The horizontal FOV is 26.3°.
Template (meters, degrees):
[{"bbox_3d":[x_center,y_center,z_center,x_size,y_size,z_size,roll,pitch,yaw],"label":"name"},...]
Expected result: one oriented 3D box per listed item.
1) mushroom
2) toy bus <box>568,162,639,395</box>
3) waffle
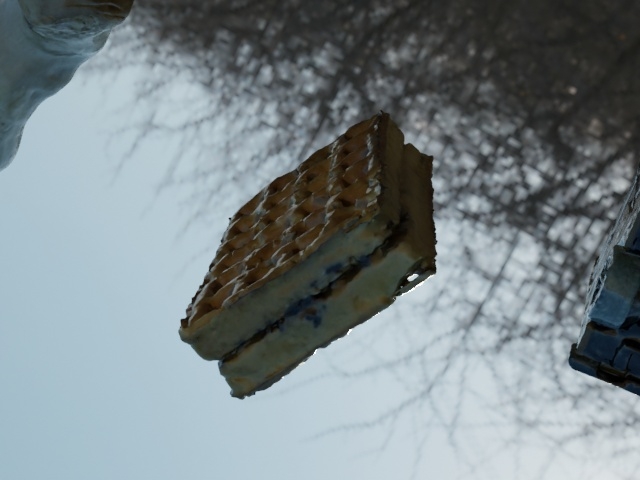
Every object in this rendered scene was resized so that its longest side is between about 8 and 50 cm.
[{"bbox_3d":[-0.154,-0.088,0.681,0.059,0.202,0.054,52,-131,-1],"label":"mushroom"},{"bbox_3d":[0.310,-0.047,0.985,0.162,0.323,0.194,21,-153,7],"label":"toy bus"},{"bbox_3d":[0.001,0.001,1.236,0.091,0.213,0.308,52,-164,-15],"label":"waffle"}]
